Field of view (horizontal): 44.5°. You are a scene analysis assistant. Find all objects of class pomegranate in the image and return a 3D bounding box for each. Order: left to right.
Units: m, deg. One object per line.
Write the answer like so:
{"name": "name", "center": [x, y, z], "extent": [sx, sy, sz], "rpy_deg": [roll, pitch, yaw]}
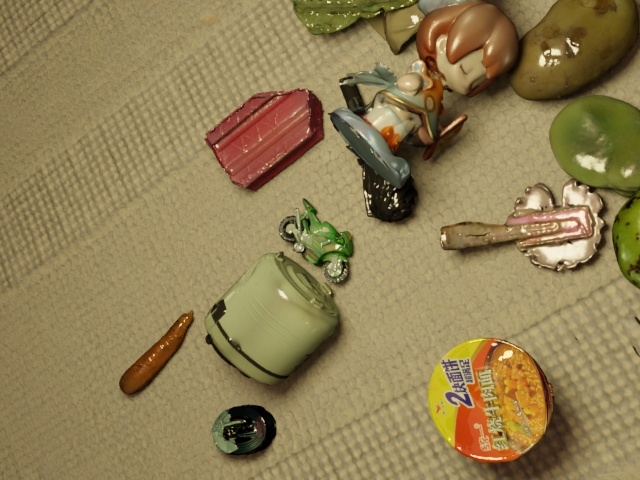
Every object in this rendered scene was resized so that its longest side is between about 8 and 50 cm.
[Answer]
{"name": "pomegranate", "center": [0.589, -0.015, 1.289], "extent": [0.211, 0.263, 0.211], "rpy_deg": [-9, 58, 15]}

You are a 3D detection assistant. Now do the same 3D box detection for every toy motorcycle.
{"name": "toy motorcycle", "center": [0.000, 0.000, 1.622], "extent": [0.190, 0.074, 0.106], "rpy_deg": [42, 90, 22]}

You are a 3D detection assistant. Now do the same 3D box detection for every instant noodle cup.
{"name": "instant noodle cup", "center": [0.317, 0.278, 1.401], "extent": [0.213, 0.174, 0.213], "rpy_deg": [-3, 83, 23]}

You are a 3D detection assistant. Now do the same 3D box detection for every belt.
{"name": "belt", "center": [-0.162, 0.398, 1.644], "extent": [0.140, 0.058, 0.105], "rpy_deg": [-17, 74, 20]}

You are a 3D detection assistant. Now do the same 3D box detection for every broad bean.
{"name": "broad bean", "center": [0.523, -0.174, 1.415], "extent": [0.228, 0.100, 0.169], "rpy_deg": [27, 87, 24]}

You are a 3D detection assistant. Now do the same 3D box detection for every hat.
{"name": "hat", "center": [0.150, -0.493, 1.594], "extent": [0.173, 0.144, 0.166], "rpy_deg": [40, 97, -1]}

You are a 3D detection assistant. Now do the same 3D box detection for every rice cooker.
{"name": "rice cooker", "center": [-0.099, 0.161, 1.569], "extent": [0.226, 0.226, 0.244], "rpy_deg": [45, 99, 21]}

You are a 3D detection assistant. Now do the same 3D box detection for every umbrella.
{"name": "umbrella", "center": [0.104, -0.193, 1.594], "extent": [0.118, 0.118, 0.340], "rpy_deg": [-26, 65, 17]}

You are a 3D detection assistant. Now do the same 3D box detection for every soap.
{"name": "soap", "center": [-0.107, -0.231, 1.676], "extent": [0.250, 0.099, 0.162], "rpy_deg": [-35, 72, 15]}

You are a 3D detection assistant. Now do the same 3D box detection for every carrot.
{"name": "carrot", "center": [-0.362, 0.252, 1.748], "extent": [0.248, 0.059, 0.059], "rpy_deg": [-47, 69, 8]}

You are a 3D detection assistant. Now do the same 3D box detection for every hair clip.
{"name": "hair clip", "center": [0.375, -0.021, 1.468], "extent": [0.300, 0.069, 0.173], "rpy_deg": [-6, 83, 11]}

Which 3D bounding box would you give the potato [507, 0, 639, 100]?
{"name": "potato", "center": [0.464, -0.356, 1.430], "extent": [0.262, 0.165, 0.165], "rpy_deg": [-45, 70, 6]}

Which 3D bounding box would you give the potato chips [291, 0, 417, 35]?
{"name": "potato chips", "center": [0.088, -0.618, 1.594], "extent": [0.389, 0.097, 0.373], "rpy_deg": [-21, 60, 25]}

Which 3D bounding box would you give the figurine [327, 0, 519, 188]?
{"name": "figurine", "center": [0.199, -0.306, 1.428], "extent": [0.388, 0.276, 0.248], "rpy_deg": [-45, 59, 0]}
